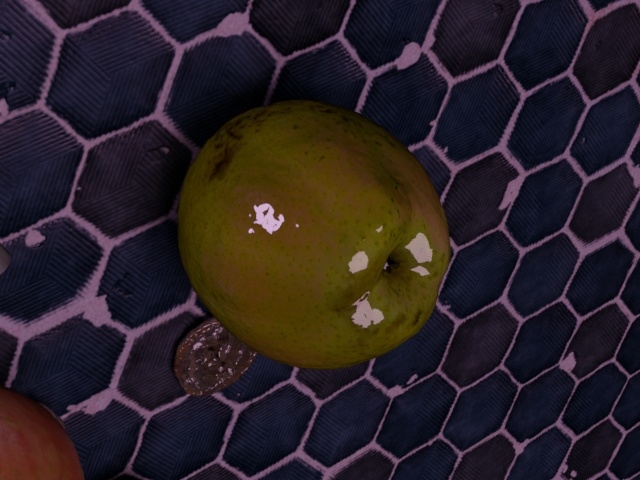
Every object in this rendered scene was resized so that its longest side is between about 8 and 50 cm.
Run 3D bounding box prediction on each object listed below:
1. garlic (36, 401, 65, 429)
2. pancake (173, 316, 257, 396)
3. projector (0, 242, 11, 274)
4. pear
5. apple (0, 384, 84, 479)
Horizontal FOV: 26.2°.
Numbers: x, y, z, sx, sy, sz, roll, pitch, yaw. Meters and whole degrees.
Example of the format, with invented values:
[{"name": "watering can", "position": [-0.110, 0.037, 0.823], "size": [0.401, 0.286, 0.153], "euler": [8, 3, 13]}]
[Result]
[{"name": "garlic", "position": [-0.399, 0.268, 1.935], "size": [0.113, 0.094, 0.074], "euler": [57, 36, -41]}, {"name": "pancake", "position": [-0.158, 0.171, 2.115], "size": [0.158, 0.028, 0.158], "euler": [-23, 133, -27]}, {"name": "projector", "position": [-0.448, 0.011, 1.710], "size": [0.083, 0.083, 0.082], "euler": [-43, 137, -11]}, {"name": "pear", "position": [0.000, 0.000, 1.886], "size": [0.391, 0.391, 0.391], "euler": [-22, 130, -29]}, {"name": "apple", "position": [-0.462, 0.336, 1.755], "size": [0.314, 0.309, 0.252], "euler": [-17, 127, -35]}]
